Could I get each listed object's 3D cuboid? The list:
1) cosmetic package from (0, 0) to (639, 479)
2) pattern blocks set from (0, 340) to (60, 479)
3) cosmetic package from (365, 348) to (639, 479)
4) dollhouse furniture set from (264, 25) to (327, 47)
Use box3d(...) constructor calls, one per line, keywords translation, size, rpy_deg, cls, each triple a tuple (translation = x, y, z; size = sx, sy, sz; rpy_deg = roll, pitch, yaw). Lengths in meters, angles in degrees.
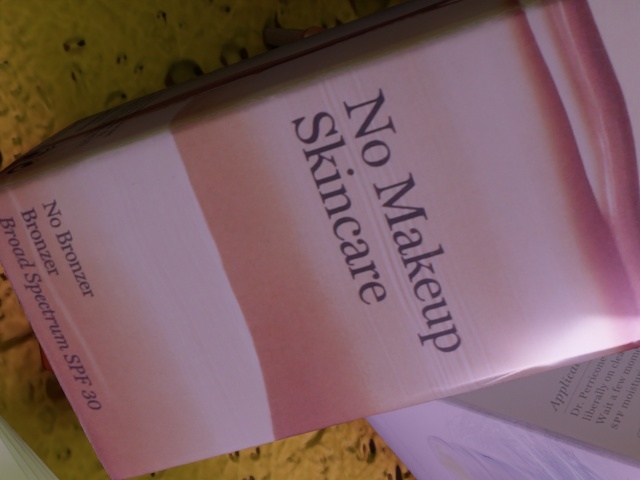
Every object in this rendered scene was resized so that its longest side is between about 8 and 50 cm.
box3d(translation=(0.027, -0.017, 0.502), size=(0.129, 0.296, 0.153), rpy_deg=(-64, 133, -67), cls="cosmetic package")
box3d(translation=(-0.193, 0.123, 0.511), size=(0.325, 0.026, 0.285), rpy_deg=(48, 64, -29), cls="pattern blocks set")
box3d(translation=(0.157, 0.097, 0.630), size=(0.138, 0.225, 0.224), rpy_deg=(-56, 135, -20), cls="cosmetic package")
box3d(translation=(0.100, -0.174, 0.662), size=(0.259, 0.135, 0.261), rpy_deg=(8, 86, -38), cls="dollhouse furniture set")
